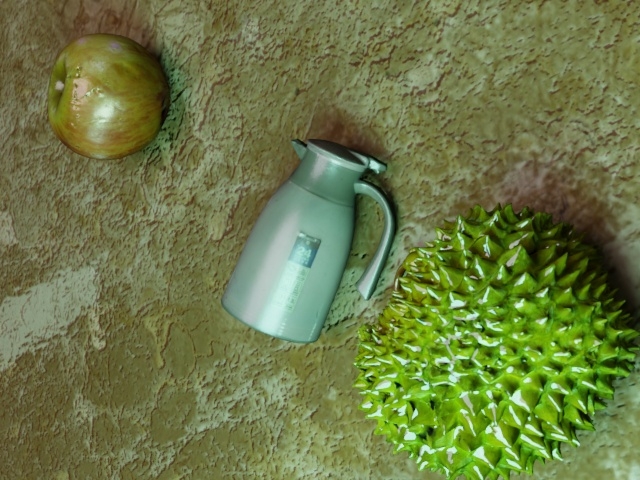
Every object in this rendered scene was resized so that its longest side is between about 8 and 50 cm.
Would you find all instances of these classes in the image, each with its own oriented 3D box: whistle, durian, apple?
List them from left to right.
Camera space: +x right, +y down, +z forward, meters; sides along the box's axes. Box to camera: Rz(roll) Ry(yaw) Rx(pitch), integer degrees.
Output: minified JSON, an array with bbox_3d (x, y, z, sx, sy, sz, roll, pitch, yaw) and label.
[{"bbox_3d":[-0.237,-0.161,1.384,0.146,0.146,0.146,0,89,41],"label":"apple"},{"bbox_3d":[0.098,0.063,1.152,0.046,0.057,0.109,-11,67,-4],"label":"whistle"},{"bbox_3d":[0.143,0.094,1.001,0.237,0.200,0.176,-44,45,14],"label":"durian"}]

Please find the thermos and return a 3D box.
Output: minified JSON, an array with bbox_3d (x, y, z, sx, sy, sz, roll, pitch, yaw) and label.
[{"bbox_3d":[0.000,0.000,1.200,0.137,0.105,0.193,25,100,12],"label":"thermos"}]
